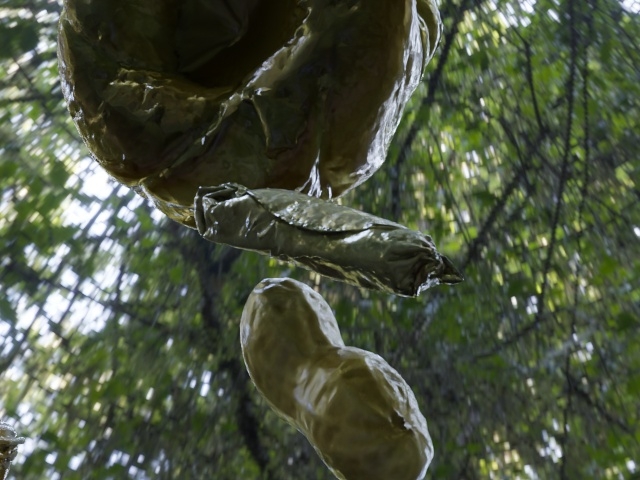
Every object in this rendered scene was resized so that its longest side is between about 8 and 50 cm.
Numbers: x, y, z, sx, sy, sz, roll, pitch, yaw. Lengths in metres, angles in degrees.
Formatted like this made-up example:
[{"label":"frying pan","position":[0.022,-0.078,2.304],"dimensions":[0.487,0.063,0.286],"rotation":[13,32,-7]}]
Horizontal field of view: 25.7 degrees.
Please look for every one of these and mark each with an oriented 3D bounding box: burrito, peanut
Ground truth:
[{"label":"burrito","position":[0.000,-0.002,0.823],"dimensions":[0.188,0.058,0.045],"rotation":[18,-85,34]},{"label":"peanut","position":[0.008,0.122,1.175],"dimensions":[0.229,0.098,0.103],"rotation":[42,-77,35]}]

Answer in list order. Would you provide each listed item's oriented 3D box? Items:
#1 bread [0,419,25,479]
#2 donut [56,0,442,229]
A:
[{"label":"bread","position":[-0.409,0.182,1.379],"dimensions":[0.241,0.107,0.136],"rotation":[33,-92,30]},{"label":"donut","position":[-0.075,-0.184,1.264],"dimensions":[0.360,0.170,0.360],"rotation":[-6,-106,20]}]
